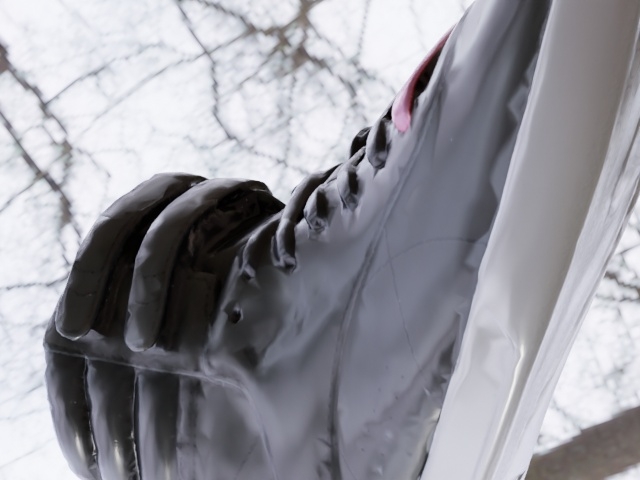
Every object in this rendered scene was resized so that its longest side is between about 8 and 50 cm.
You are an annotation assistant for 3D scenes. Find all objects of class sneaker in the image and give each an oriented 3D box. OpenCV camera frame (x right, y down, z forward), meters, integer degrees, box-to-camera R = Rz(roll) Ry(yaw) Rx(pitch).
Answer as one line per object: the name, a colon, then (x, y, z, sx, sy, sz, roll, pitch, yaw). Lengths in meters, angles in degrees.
sneaker: (0.000, 0.000, 0.426, 0.147, 0.296, 0.104, 27, -140, 15)
